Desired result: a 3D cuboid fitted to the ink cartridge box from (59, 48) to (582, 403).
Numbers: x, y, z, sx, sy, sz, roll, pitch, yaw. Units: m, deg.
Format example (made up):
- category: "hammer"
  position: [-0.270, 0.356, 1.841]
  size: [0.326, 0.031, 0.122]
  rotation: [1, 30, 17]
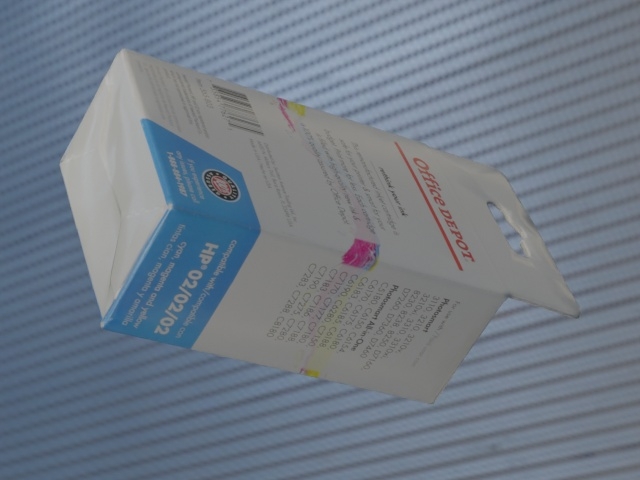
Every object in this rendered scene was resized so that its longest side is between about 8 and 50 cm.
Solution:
- category: "ink cartridge box"
  position: [0.000, 0.000, 0.672]
  size: [0.061, 0.181, 0.104]
  rotation: [-58, 32, 28]
